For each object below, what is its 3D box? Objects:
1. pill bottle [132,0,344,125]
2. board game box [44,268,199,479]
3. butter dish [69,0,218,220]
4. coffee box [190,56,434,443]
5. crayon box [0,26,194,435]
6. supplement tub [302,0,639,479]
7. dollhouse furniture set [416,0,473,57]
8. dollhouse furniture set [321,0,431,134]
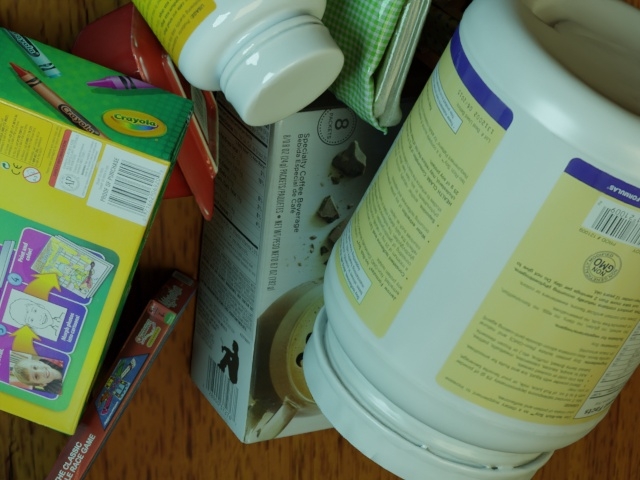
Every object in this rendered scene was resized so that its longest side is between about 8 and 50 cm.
[{"bbox_3d":[-0.075,-0.188,1.319,0.117,0.215,0.117,-31,163,-10],"label":"pill bottle"},{"bbox_3d":[-0.185,0.158,1.509,0.027,0.145,0.281,31,99,-1],"label":"board game box"},{"bbox_3d":[-0.147,-0.099,1.400,0.118,0.160,0.160,-18,122,8],"label":"butter dish"},{"bbox_3d":[0.000,0.000,1.537,0.168,0.119,0.297,-7,119,-27],"label":"coffee box"},{"bbox_3d":[-0.211,-0.003,1.344,0.165,0.081,0.278,21,127,-4],"label":"crayon box"},{"bbox_3d":[0.147,0.002,1.371,0.241,0.241,0.331,8,125,-33],"label":"supplement tub"},{"bbox_3d":[0.134,-0.199,1.467,0.101,0.182,0.161,-29,127,-13],"label":"dollhouse furniture set"},{"bbox_3d":[-0.009,-0.254,1.345,0.151,0.197,0.301,5,112,-33],"label":"dollhouse furniture set"}]
